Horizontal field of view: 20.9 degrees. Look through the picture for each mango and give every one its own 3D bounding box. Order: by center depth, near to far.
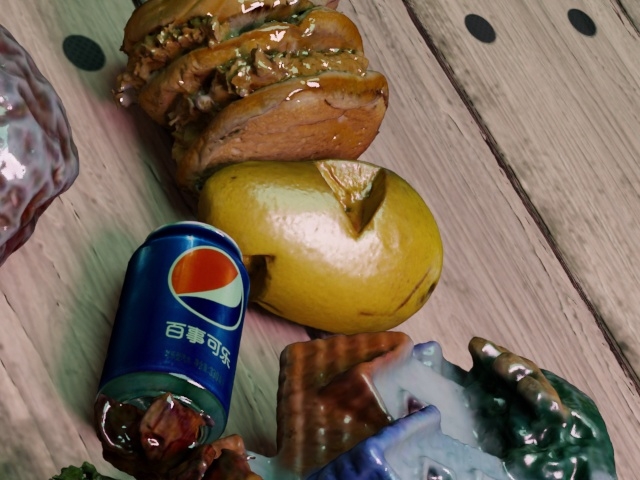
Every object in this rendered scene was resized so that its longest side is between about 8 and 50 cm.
[{"bbox_3d":[0.000,0.000,1.684,0.262,0.167,0.130,10,8,-29],"label":"mango"}]

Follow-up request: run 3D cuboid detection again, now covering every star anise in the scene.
[{"bbox_3d":[-0.082,0.174,1.273,0.177,0.234,0.073,43,66,-31],"label":"star anise"}]

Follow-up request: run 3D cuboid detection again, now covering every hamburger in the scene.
[{"bbox_3d":[-0.074,-0.160,1.721,0.260,0.245,0.211,-20,74,-3],"label":"hamburger"}]

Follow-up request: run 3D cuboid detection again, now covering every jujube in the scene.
[{"bbox_3d":[-0.354,-0.113,1.481,0.317,0.226,0.226,48,41,-1],"label":"jujube"}]

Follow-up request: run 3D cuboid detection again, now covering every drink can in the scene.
[{"bbox_3d":[-0.128,0.085,1.546,0.118,0.118,0.205,25,43,-18],"label":"drink can"}]

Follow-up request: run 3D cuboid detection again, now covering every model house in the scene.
[{"bbox_3d":[0.050,0.188,1.471,0.329,0.251,0.295,27,43,-24],"label":"model house"}]

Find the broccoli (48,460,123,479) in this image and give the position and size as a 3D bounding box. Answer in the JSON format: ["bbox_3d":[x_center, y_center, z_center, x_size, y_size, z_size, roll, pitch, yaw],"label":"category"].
[{"bbox_3d":[-0.211,0.251,1.285,0.176,0.198,0.226,23,50,-35],"label":"broccoli"}]
